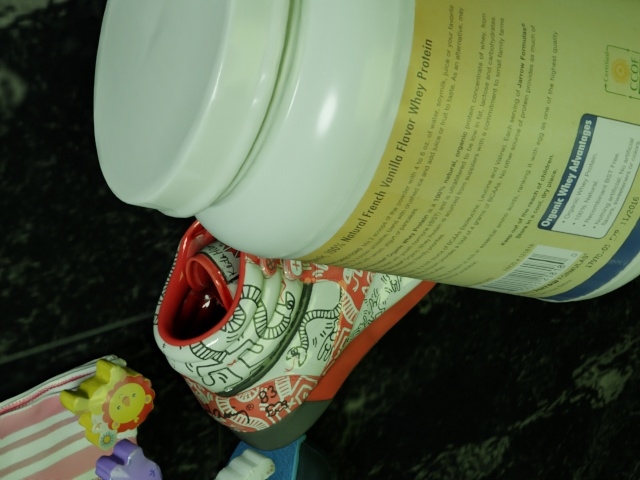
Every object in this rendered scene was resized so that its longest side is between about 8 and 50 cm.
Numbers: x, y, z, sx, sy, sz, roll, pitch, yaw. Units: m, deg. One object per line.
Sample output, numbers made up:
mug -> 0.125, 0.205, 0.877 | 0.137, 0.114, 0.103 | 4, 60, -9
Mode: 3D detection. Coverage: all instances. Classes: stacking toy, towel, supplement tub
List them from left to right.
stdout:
towel -> -0.167, 0.182, 0.930 | 0.144, 0.029, 0.197 | -26, 121, -34
stacking toy -> -0.142, 0.169, 0.816 | 0.221, 0.167, 0.052 | -40, 128, -24
supplement tub -> 0.048, -0.091, 0.863 | 0.316, 0.228, 0.228 | 9, 98, -29

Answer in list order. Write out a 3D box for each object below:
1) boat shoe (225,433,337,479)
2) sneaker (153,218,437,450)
boat shoe -> -0.048, 0.262, 1.021 | 0.089, 0.109, 0.258 | 34, 82, -48
sneaker -> 0.000, 0.001, 0.982 | 0.270, 0.090, 0.145 | -52, 136, -13
